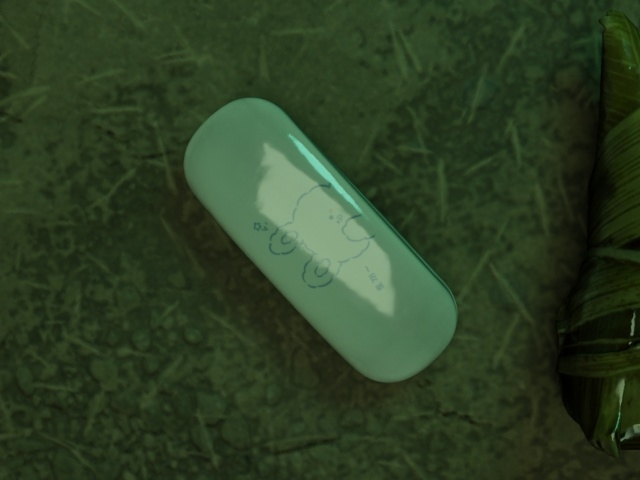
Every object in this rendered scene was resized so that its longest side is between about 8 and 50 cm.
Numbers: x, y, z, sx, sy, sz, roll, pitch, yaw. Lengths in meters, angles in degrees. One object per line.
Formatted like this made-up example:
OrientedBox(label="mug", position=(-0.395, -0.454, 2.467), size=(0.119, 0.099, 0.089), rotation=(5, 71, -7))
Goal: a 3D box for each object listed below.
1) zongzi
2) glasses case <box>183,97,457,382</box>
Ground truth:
OrientedBox(label="zongzi", position=(0.302, -0.005, 0.654), size=(0.286, 0.134, 0.288), rotation=(1, 90, -1))
OrientedBox(label="glasses case", position=(0.000, 0.000, 0.707), size=(0.092, 0.059, 0.233), rotation=(-41, 91, 10))
